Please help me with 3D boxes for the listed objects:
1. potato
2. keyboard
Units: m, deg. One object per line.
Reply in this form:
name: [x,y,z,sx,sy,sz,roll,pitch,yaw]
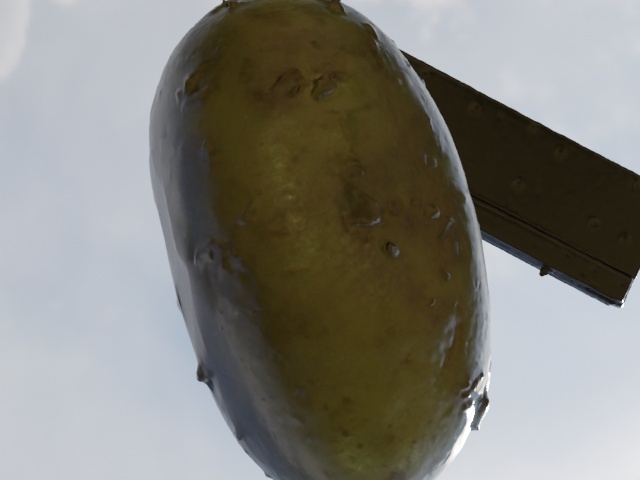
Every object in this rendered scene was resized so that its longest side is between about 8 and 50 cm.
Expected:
potato: [0.000,0.000,1.092,0.173,0.210,0.307,-12,-107,-15]
keyboard: [0.091,-0.060,1.361,0.310,0.018,0.101,27,-103,-2]
